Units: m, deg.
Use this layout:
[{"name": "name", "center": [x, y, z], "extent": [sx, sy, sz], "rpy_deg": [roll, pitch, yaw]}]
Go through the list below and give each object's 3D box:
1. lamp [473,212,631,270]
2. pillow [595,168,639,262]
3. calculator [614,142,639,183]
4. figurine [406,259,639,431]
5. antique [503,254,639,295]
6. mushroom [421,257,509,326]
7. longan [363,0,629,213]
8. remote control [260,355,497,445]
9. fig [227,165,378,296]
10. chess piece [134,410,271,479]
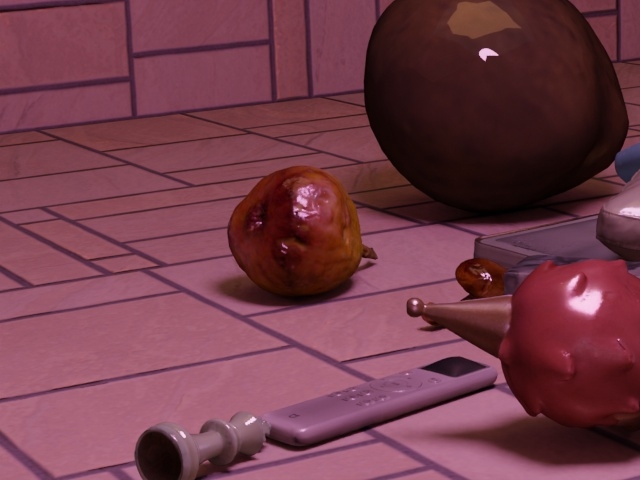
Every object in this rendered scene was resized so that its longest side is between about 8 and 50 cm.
[{"name": "lamp", "center": [0.361, 0.017, 2.116], "extent": [0.269, 0.047, 0.266], "rpy_deg": [-11, 15, -34]}, {"name": "pillow", "center": [0.476, -0.001, 1.923], "extent": [0.322, 0.119, 0.255], "rpy_deg": [18, 18, 15]}, {"name": "calculator", "center": [0.521, -0.064, 2.136], "extent": [0.256, 0.054, 0.386], "rpy_deg": [25, -10, -21]}, {"name": "figurine", "center": [0.267, 0.103, 1.530], "extent": [0.387, 0.166, 0.207], "rpy_deg": [3, 49, -4]}, {"name": "antique", "center": [0.288, 0.070, 1.802], "extent": [0.183, 0.086, 0.088], "rpy_deg": [4, 15, 27]}, {"name": "mushroom", "center": [0.170, 0.058, 1.917], "extent": [0.130, 0.072, 0.088], "rpy_deg": [-15, 51, -32]}, {"name": "longan", "center": [0.244, -0.206, 2.478], "extent": [0.405, 0.336, 0.404], "rpy_deg": [24, 13, -6]}, {"name": "remote control", "center": [0.057, 0.144, 1.640], "extent": [0.261, 0.029, 0.067], "rpy_deg": [-13, 16, -39]}, {"name": "fig", "center": [0.000, 0.000, 2.117], "extent": [0.159, 0.159, 0.257], "rpy_deg": [6, -4, 33]}, {"name": "chess piece", "center": [-0.089, 0.174, 1.498], "extent": [0.059, 0.059, 0.149], "rpy_deg": [7, 9, 37]}]
